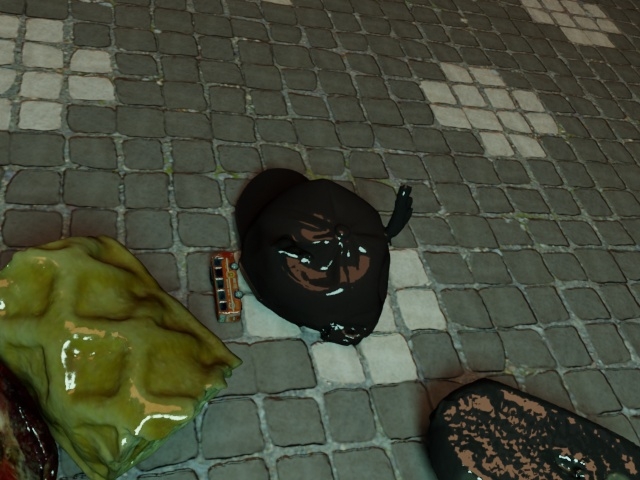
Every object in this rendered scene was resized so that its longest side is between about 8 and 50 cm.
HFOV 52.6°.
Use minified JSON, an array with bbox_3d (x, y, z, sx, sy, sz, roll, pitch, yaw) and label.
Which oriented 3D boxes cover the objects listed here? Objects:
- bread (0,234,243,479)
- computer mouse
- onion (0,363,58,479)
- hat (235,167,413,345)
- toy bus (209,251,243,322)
[{"bbox_3d":[-0.238,0.129,0.734,0.252,0.238,0.196,43,52,6],"label":"bread"},{"bbox_3d":[0.290,0.304,0.844,0.323,0.116,0.183,24,49,12],"label":"computer mouse"},{"bbox_3d":[-0.379,0.220,0.579,0.276,0.276,0.276,10,48,-11],"label":"onion"},{"bbox_3d":[0.000,-0.032,0.966,0.238,0.209,0.336,-3,52,-25],"label":"hat"},{"bbox_3d":[-0.139,0.068,0.952,0.043,0.031,0.110,-4,52,-14],"label":"toy bus"}]
